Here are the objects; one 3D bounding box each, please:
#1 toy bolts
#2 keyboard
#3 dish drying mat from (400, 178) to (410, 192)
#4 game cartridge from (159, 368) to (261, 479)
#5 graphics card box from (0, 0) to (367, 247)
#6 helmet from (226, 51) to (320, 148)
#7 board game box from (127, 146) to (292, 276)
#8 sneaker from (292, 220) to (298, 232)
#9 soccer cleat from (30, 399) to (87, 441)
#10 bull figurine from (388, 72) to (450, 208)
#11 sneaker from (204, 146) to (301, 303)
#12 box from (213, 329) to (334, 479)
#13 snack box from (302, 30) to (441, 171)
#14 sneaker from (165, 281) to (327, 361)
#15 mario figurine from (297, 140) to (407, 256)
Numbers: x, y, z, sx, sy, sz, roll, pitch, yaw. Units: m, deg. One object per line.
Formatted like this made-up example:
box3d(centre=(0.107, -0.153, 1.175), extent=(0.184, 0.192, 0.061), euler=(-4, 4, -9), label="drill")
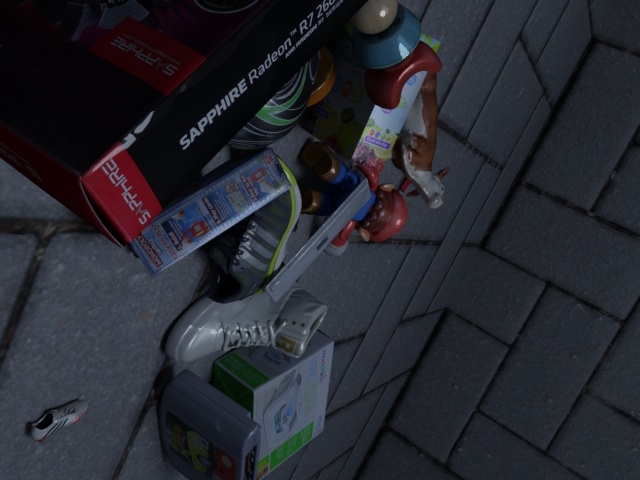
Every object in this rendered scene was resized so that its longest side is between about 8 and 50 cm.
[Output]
box3d(centre=(0.020, -0.270, 0.762), extent=(0.218, 0.228, 0.158), euler=(-45, 145, -2), label="toy bolts")
box3d(centre=(0.000, 0.000, 1.022), extent=(0.256, 0.014, 0.072), euler=(-47, 163, -12), label="keyboard")
box3d(centre=(0.232, -0.163, 1.544), extent=(0.083, 0.008, 0.032), euler=(-55, 155, -8), label="dish drying mat")
box3d(centre=(-0.200, 0.363, 1.072), extent=(0.060, 0.196, 0.294), euler=(-38, 149, -40), label="game cartridge")
box3d(centre=(-0.127, -0.198, 0.516), extent=(0.371, 0.233, 0.094), euler=(-49, 154, -21), label="graphics card box")
box3d(centre=(-0.092, -0.186, 0.694), extent=(0.161, 0.169, 0.169), euler=(-56, 157, -21), label="helmet")
box3d(centre=(-0.167, -0.031, 0.742), extent=(0.194, 0.194, 0.060), euler=(-40, 111, -35), label="board game box")
box3d(centre=(-0.078, -0.071, 0.986), extent=(0.052, 0.058, 0.135), euler=(-70, 152, -60), label="sneaker")
box3d(centre=(-0.360, 0.244, 0.829), extent=(0.083, 0.029, 0.035), euler=(-30, 147, -41), label="soccer cleat")
box3d(centre=(0.173, -0.214, 1.148), extent=(0.188, 0.101, 0.310), euler=(-1, 86, -63), label="bull figurine")
box3d(centre=(-0.112, -0.011, 0.927), extent=(0.121, 0.111, 0.300), euler=(-33, 143, -41), label="sneaker")
box3d(centre=(-0.101, 0.330, 1.260), extent=(0.231, 0.127, 0.261), euler=(-23, 129, -43), label="box")
box3d(centre=(0.070, -0.235, 0.929), extent=(0.070, 0.174, 0.207), euler=(14, 107, -34), label="snack box")
box3d(centre=(-0.109, 0.151, 1.042), extent=(0.292, 0.169, 0.108), euler=(-32, 146, -45), label="sneaker")
box3d(centre=(0.038, -0.085, 1.166), extent=(0.198, 0.170, 0.320), euler=(-29, 154, 23), label="mario figurine")
